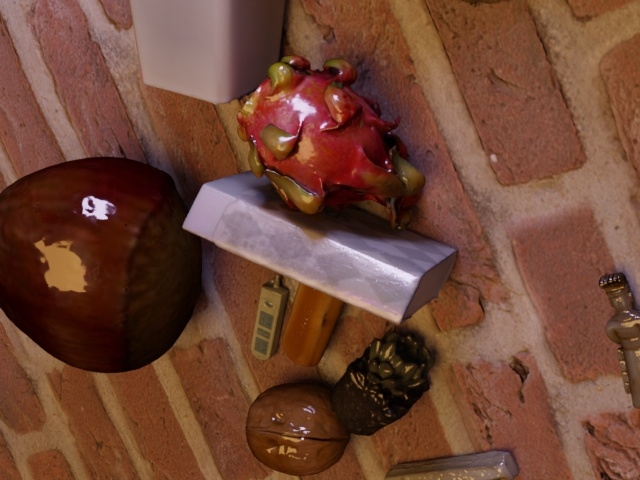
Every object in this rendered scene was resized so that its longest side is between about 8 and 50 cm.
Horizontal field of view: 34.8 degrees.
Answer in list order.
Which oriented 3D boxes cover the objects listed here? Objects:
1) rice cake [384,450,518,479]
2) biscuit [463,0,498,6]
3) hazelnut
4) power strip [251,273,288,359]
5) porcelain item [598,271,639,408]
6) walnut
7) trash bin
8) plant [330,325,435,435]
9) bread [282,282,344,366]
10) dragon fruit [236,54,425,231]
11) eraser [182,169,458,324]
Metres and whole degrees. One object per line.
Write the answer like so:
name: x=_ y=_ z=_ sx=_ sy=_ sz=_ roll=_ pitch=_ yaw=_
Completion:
rice cake: x=0.223 y=0.412 z=1.787 sx=0.256 sy=0.052 sz=0.057 roll=-17 pitch=128 yaw=36
biscuit: x=0.260 y=-0.429 z=1.412 sx=0.187 sy=0.036 sz=0.273 roll=37 pitch=124 yaw=-8
hazelnut: x=-0.416 y=0.043 z=1.842 sx=0.421 sy=0.353 sz=0.421 roll=-1 pitch=144 yaw=0
power strip: x=-0.094 y=0.144 z=1.890 sx=0.047 sy=0.030 sz=0.191 roll=23 pitch=120 yaw=22
porcelain item: x=0.468 y=0.145 z=1.522 sx=0.084 sy=0.054 sz=0.213 roll=-17 pitch=100 yaw=33
walnut: x=-0.040 y=0.342 z=1.858 sx=0.207 sy=0.167 sz=0.167 roll=2 pitch=110 yaw=29
trash bin: x=-0.157 y=-0.414 z=1.587 sx=0.296 sy=0.256 sz=0.368 roll=17 pitch=123 yaw=24
plant: x=0.106 y=0.245 z=1.743 sx=0.129 sy=0.132 sz=0.194 roll=43 pitch=130 yaw=8
bread: x=-0.002 y=0.110 z=1.792 sx=0.092 sy=0.074 sz=0.239 roll=34 pitch=124 yaw=25
dragon fruit: x=0.022 y=-0.151 z=1.592 sx=0.227 sy=0.307 sz=0.243 roll=-44 pitch=51 yaw=45
eraser: x=0.001 y=0.000 z=1.642 sx=0.397 sy=0.213 sz=0.082 roll=23 pitch=111 yaw=20
